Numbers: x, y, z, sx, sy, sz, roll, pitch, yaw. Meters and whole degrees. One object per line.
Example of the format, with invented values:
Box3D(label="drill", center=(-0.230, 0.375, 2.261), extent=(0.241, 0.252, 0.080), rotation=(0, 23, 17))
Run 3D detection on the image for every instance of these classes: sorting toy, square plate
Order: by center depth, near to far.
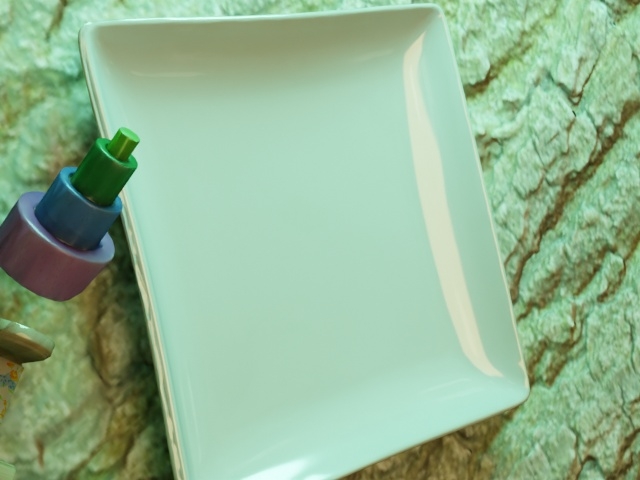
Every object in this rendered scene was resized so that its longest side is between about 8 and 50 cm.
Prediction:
Box3D(label="sorting toy", center=(-0.247, -0.088, 0.553), extent=(0.365, 0.127, 0.126), rotation=(26, 111, -32))
Box3D(label="square plate", center=(0.000, 0.000, 0.814), extent=(0.347, 0.049, 0.344), rotation=(-13, 90, -39))

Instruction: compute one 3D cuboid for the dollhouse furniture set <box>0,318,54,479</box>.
Box3D(label="dollhouse furniture set", center=(-0.182, 0.150, 0.570), extent=(0.242, 0.161, 0.212), rotation=(32, 64, -31))
